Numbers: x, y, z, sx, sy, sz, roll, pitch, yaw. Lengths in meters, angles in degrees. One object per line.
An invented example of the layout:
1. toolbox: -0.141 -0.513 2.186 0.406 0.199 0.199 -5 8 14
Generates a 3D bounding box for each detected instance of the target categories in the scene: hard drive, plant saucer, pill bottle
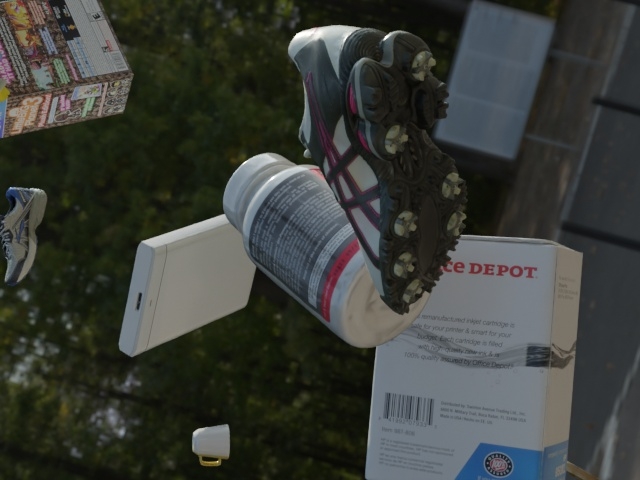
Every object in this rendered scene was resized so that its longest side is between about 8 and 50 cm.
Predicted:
1. hard drive: -0.243 0.073 2.175 0.353 0.047 0.233 -22 -47 -55
2. plant saucer: 0.451 0.407 1.915 0.015 0.083 0.083 -59 -9 -7
3. pill bottle: 0.000 0.000 1.573 0.176 0.318 0.176 -24 -47 -29

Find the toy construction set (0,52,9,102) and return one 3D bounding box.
1. toy construction set: -0.714 -0.242 2.029 0.327 0.151 0.215 -15 47 47

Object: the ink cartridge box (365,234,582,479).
1. ink cartridge box: 0.244 0.194 1.743 0.166 0.285 0.395 10 -95 -62

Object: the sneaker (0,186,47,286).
1. sneaker: -0.402 -0.007 1.445 0.052 0.058 0.135 -18 61 51

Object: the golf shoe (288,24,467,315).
1. golf shoe: 0.050 -0.062 0.941 0.105 0.120 0.273 -37 -47 -31

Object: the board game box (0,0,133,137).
1. board game box: -0.562 -0.359 2.242 0.232 0.291 0.141 64 151 21

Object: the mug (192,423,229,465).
1. mug: -0.198 0.371 1.995 0.062 0.064 0.078 165 105 -78
